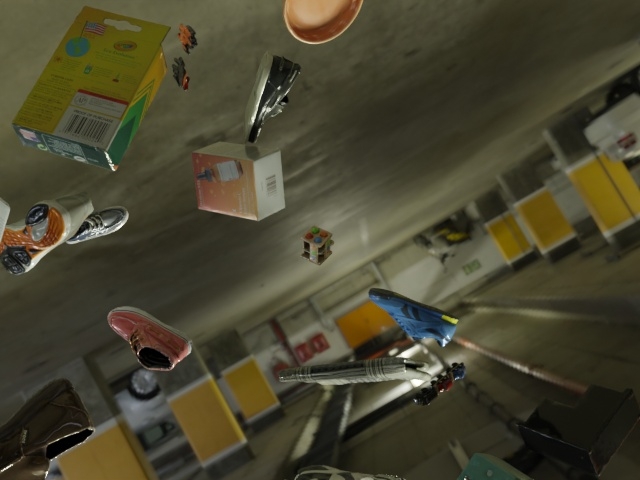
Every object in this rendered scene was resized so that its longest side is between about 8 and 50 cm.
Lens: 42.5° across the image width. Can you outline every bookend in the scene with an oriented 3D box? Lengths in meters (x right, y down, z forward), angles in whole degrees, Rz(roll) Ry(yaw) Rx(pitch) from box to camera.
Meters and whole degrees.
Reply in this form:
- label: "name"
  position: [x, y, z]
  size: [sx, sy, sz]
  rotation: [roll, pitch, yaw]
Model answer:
- label: "bookend"
  position: [0.474, 0.331, 1.515]
  size: [0.156, 0.072, 0.157]
  rotation: [-43, -149, -26]

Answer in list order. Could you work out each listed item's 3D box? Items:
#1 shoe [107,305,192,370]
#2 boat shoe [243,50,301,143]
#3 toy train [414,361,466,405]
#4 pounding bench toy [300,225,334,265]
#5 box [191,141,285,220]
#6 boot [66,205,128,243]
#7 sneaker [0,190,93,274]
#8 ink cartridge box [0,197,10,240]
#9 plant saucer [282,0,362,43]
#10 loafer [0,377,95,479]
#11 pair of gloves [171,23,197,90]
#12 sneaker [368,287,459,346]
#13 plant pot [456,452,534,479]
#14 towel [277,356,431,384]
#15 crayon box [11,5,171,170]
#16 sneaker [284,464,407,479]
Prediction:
- label: "shoe"
  position: [-0.336, 0.185, 1.550]
  size: [0.081, 0.178, 0.063]
  rotation: [-49, 159, -63]
- label: "boat shoe"
  position: [-0.105, -0.272, 1.648]
  size: [0.079, 0.084, 0.233]
  rotation: [10, 142, -17]
- label: "toy train"
  position: [0.249, 0.291, 1.674]
  size: [0.036, 0.027, 0.158]
  rotation: [9, -151, 45]
- label: "pounding bench toy"
  position: [0.000, 0.000, 1.823]
  size: [0.083, 0.052, 0.065]
  rotation: [-44, 147, -40]
- label: "box"
  position: [-0.171, -0.125, 1.709]
  size: [0.170, 0.130, 0.091]
  rotation: [11, -154, 34]
- label: "boot"
  position: [-0.613, -0.039, 2.225]
  size: [0.190, 0.069, 0.086]
  rotation: [-25, -177, -5]
- label: "sneaker"
  position: [-0.516, -0.016, 1.547]
  size: [0.262, 0.099, 0.121]
  rotation: [-21, -170, 39]
- label: "ink cartridge box"
  position: [-0.712, 0.085, 1.394]
  size: [0.324, 0.330, 0.071]
  rotation: [-7, 148, 19]
- label: "plant saucer"
  position: [0.002, -0.513, 1.736]
  size: [0.200, 0.037, 0.200]
  rotation: [-24, 140, -22]
- label: "loafer"
  position: [-0.507, 0.376, 1.354]
  size: [0.366, 0.130, 0.134]
  rotation: [-47, 173, -44]
- label: "pair of gloves"
  position: [-0.186, -0.253, 1.129]
  size: [0.010, 0.074, 0.083]
  rotation: [2, 117, -27]
- label: "sneaker"
  position: [0.186, 0.163, 1.709]
  size: [0.082, 0.209, 0.069]
  rotation: [-65, -164, 6]
- label: "plant pot"
  position: [0.358, 0.516, 1.581]
  size: [0.165, 0.234, 0.165]
  rotation: [-54, -143, -9]
- label: "towel"
  position: [0.093, 0.323, 1.980]
  size: [0.312, 0.056, 0.324]
  rotation: [-9, 168, 18]
- label: "crayon box"
  position: [-0.439, -0.307, 1.633]
  size: [0.081, 0.202, 0.319]
  rotation: [89, 20, -63]
- label: "sneaker"
  position: [0.032, 0.373, 1.181]
  size: [0.153, 0.094, 0.235]
  rotation: [2, 166, 33]
